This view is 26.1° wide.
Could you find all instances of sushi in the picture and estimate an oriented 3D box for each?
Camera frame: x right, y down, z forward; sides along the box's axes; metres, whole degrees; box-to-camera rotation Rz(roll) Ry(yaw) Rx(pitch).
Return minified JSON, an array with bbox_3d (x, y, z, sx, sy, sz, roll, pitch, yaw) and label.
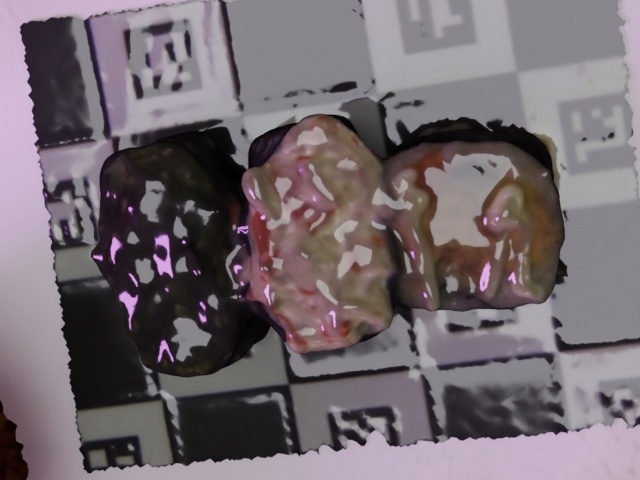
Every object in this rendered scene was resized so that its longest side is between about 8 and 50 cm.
[{"bbox_3d":[0.000,0.000,0.801,0.373,0.100,0.296,-5,99,11],"label":"sushi"}]

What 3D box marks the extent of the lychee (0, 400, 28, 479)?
[{"bbox_3d":[-0.291,0.169,0.822,0.236,0.236,0.271,42,129,1],"label":"lychee"}]
